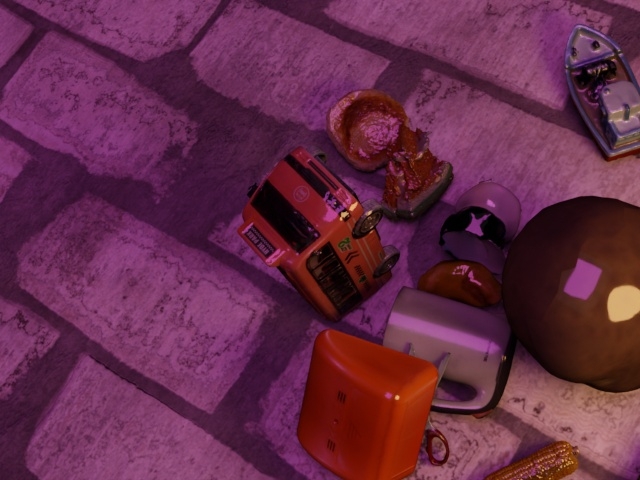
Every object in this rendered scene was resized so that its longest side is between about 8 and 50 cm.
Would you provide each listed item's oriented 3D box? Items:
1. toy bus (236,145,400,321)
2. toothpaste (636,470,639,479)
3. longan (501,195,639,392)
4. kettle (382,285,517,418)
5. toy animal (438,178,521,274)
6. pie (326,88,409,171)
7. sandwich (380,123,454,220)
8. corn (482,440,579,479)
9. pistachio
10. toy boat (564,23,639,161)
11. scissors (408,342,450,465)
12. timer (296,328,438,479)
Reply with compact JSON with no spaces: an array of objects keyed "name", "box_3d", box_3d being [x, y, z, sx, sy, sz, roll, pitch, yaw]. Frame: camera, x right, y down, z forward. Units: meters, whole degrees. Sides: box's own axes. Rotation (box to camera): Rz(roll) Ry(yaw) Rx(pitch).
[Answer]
[{"name":"toy bus","box_3d":[0.000,0.000,1.657,0.233,0.427,0.203,-43,65,-5]},{"name":"toothpaste","box_3d":[0.590,0.513,1.503,0.071,0.089,0.313,30,76,16]},{"name":"longan","box_3d":[0.525,0.100,1.531,0.336,0.404,0.405,-13,60,44]},{"name":"kettle","box_3d":[0.259,0.231,1.658,0.255,0.165,0.240,16,83,14]},{"name":"toy animal","box_3d":[0.361,-0.033,1.764,0.166,0.138,0.179,32,68,1]},{"name":"pie","box_3d":[0.114,-0.269,1.934,0.178,0.084,0.205,-33,68,-4]},{"name":"sandwich","box_3d":[0.204,-0.149,1.827,0.109,0.160,0.185,20,64,39]},{"name":"corn","box_3d":[0.408,0.451,1.577,0.207,0.068,0.068,-26,65,-1]},{"name":"pistachio","box_3d":[0.302,0.089,1.729,0.189,0.110,0.100,0,93,27]},{"name":"toy boat","box_3d":[0.641,-0.348,1.834,0.145,0.133,0.332,-17,65,5]},{"name":"scissors","box_3d":[0.199,0.326,1.620,0.144,0.017,0.248,11,108,16]},{"name":"timer","box_3d":[0.068,0.333,1.610,0.250,0.161,0.258,22,110,32]}]
